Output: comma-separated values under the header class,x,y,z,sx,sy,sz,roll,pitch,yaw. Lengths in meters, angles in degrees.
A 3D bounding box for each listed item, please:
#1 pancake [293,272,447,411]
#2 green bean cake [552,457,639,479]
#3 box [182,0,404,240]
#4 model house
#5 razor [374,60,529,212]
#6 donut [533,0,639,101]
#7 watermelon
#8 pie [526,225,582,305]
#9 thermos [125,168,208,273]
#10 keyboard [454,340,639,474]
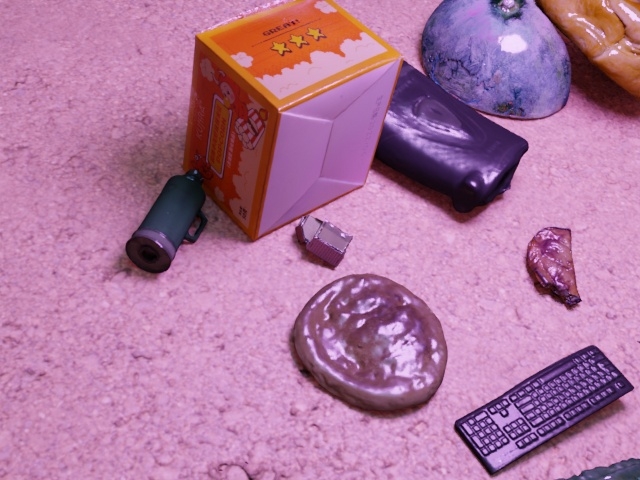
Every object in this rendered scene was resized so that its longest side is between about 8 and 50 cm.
class,x,y,z,sx,sy,sz,roll,pitch,yaw
pancake,0.075,0.141,1.447,0.242,0.050,0.241,7,46,-7
green bean cake,0.338,0.435,1.168,0.300,0.169,0.307,-12,54,-23
box,-0.055,-0.202,1.565,0.260,0.283,0.214,-27,59,-32
model house,0.000,0.000,1.560,0.083,0.057,0.058,31,73,-11
razor,0.185,-0.190,1.730,0.349,0.113,0.204,36,51,16
donut,0.573,-0.436,1.937,0.360,0.170,0.360,35,26,-19
watermelon,0.329,-0.373,1.890,0.322,0.175,0.188,35,49,19
pie,0.385,0.036,1.630,0.092,0.034,0.169,9,48,-11
thermos,-0.223,-0.038,1.519,0.083,0.073,0.187,18,47,5
keyboard,0.371,0.223,1.452,0.381,0.041,0.103,-21,57,-29
